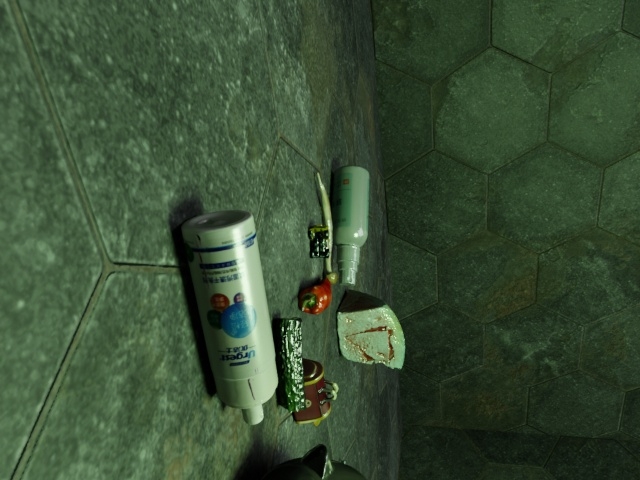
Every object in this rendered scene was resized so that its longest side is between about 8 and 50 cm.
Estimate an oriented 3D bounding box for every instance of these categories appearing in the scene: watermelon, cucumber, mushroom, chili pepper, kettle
[{"bbox_3d":[0.126,0.289,1.508,0.262,0.201,0.212,22,-57,58],"label":"watermelon"},{"bbox_3d":[-0.057,0.237,0.905,0.058,0.058,0.186,-26,113,-74],"label":"cucumber"},{"bbox_3d":[0.016,-0.031,1.265,0.068,0.043,0.305,-141,-136,-76],"label":"mushroom"},{"bbox_3d":[-0.005,0.133,1.116,0.272,0.064,0.071,-20,120,-78],"label":"chili pepper"},{"bbox_3d":[-0.038,0.462,0.768,0.207,0.251,0.271,61,0,42],"label":"kettle"}]

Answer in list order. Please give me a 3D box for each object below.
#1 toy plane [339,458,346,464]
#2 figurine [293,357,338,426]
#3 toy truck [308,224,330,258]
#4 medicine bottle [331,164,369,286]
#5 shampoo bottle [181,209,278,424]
[{"bbox_3d":[0.067,0.693,1.393,0.078,0.031,0.083,91,4,-54],"label":"toy plane"},{"bbox_3d":[-0.009,0.329,1.002,0.082,0.098,0.154,-73,154,-60],"label":"figurine"},{"bbox_3d":[0.000,0.000,1.164,0.054,0.049,0.083,-46,134,-72],"label":"toy truck"},{"bbox_3d":[0.084,-0.041,1.368,0.110,0.110,0.351,53,38,-66],"label":"medicine bottle"},{"bbox_3d":[-0.113,0.115,0.631,0.092,0.092,0.303,-55,142,-67],"label":"shampoo bottle"}]
